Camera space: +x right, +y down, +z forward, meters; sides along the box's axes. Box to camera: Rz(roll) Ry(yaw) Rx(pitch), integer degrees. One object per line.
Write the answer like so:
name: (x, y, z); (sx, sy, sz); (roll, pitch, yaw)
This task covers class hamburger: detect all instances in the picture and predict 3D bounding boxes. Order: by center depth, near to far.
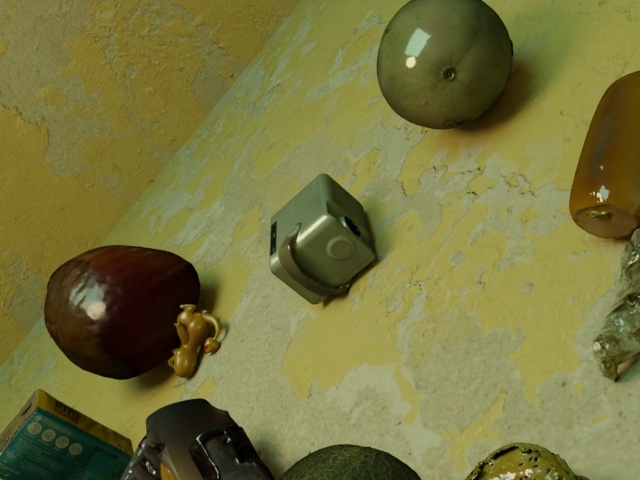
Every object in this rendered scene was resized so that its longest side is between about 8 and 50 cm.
hamburger: (0.224, 0.302, 0.692); (0.186, 0.113, 0.177); (-36, 30, 28)

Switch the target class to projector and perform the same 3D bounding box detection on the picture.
projector: (0.000, 0.000, 1.355); (0.177, 0.163, 0.242); (-41, 24, 20)

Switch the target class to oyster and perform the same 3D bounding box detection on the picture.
oyster: (0.387, 0.064, 0.792); (0.106, 0.061, 0.199); (-22, 39, 42)

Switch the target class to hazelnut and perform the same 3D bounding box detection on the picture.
hazelnut: (-0.513, 0.176, 1.739); (0.421, 0.352, 0.421); (-21, -1, 0)

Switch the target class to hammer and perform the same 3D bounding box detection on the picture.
hammer: (-0.233, 0.469, 0.954); (0.409, 0.095, 0.242); (-30, 51, -19)

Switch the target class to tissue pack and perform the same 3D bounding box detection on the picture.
tissue pack: (-0.611, 0.502, 1.551); (0.192, 0.271, 0.134); (-52, 23, -3)

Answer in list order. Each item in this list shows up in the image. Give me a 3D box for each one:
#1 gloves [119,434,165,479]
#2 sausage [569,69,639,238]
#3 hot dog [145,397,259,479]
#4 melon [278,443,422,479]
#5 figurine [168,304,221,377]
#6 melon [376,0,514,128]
gloves: (-0.373, 0.505, 1.355); (0.142, 0.119, 0.285); (35, 101, 52)
sausage: (0.439, -0.151, 0.936); (0.112, 0.112, 0.328); (-12, 44, 51)
hot dog: (-0.184, 0.430, 1.115); (0.194, 0.107, 0.326); (-15, 46, -14)
melon: (0.020, 0.392, 0.752); (0.238, 0.237, 0.301); (-16, 45, 49)
figurine: (-0.303, 0.252, 1.600); (0.123, 0.121, 0.176); (12, 78, 31)
melon: (0.246, -0.360, 1.311); (0.268, 0.268, 0.330); (-41, 13, 19)
